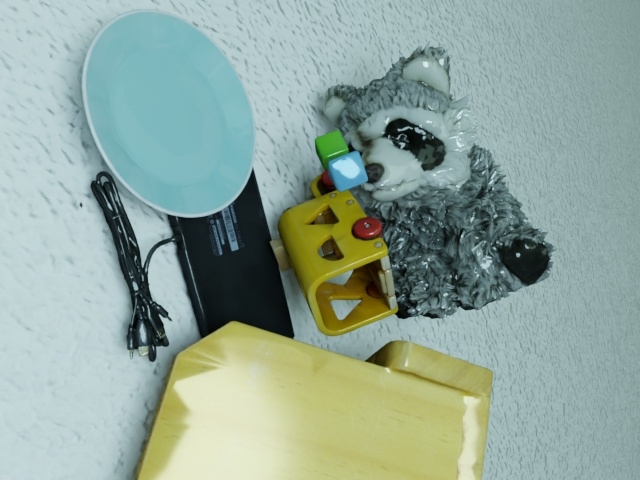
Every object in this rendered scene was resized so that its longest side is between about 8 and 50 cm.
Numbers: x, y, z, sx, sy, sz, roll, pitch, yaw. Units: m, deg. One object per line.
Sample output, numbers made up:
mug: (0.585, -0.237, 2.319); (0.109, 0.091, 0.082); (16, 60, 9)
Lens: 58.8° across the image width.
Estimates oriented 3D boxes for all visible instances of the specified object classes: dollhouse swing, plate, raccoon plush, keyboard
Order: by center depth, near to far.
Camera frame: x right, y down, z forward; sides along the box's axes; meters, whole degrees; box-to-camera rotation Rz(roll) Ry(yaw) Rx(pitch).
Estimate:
plate: (-0.133, -0.112, 0.517); (0.188, 0.024, 0.188); (11, 75, -50)
keyboard: (-0.126, -0.007, 0.549); (0.201, 0.033, 0.317); (-21, 99, -51)
dollhouse swing: (-0.017, 0.277, 0.582); (0.305, 0.315, 0.346); (14, 70, -2)
raccoon plush: (0.151, -0.081, 0.779); (0.446, 0.216, 0.299); (-30, 99, -74)

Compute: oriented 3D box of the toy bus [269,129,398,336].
toy bus: (0.003, 0.003, 0.603); (0.104, 0.202, 0.190); (-21, 85, -6)
